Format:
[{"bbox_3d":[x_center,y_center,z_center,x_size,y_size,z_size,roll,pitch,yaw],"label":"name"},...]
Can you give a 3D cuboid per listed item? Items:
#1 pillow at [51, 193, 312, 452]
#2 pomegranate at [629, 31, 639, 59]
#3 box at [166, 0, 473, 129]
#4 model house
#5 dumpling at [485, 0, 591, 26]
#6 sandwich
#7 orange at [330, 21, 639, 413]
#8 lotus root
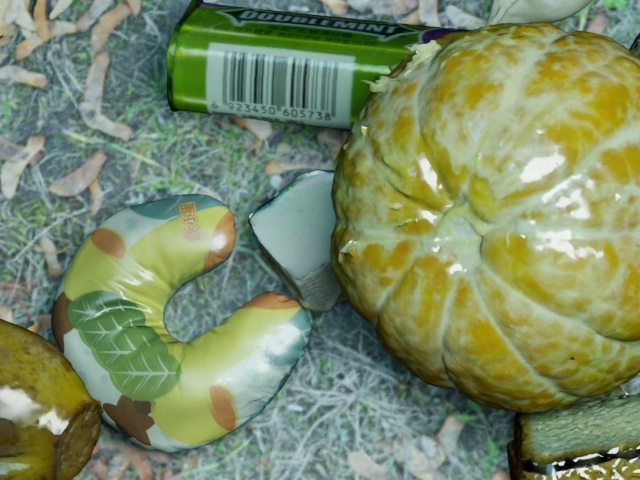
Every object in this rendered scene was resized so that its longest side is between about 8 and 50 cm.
[{"bbox_3d":[-0.134,0.074,1.778,0.214,0.086,0.233,-38,69,8],"label":"pillow"},{"bbox_3d":[0.359,-0.144,1.750,0.214,0.214,0.248,-18,33,2],"label":"pomegranate"},{"bbox_3d":[0.037,-0.157,1.811,0.345,0.134,0.097,7,115,11],"label":"box"},{"bbox_3d":[0.000,0.000,1.785,0.101,0.100,0.088,-36,67,-8],"label":"model house"},{"bbox_3d":[0.216,-0.266,1.818,0.169,0.134,0.100,-24,69,-2],"label":"dumpling"},{"bbox_3d":[0.291,0.175,1.618,0.273,0.249,0.095,-9,100,6],"label":"sandwich"},{"bbox_3d":[0.160,-0.017,1.615,0.329,0.249,0.329,5,99,32],"label":"orange"},{"bbox_3d":[-0.340,0.154,1.746,0.291,0.193,0.193,9,74,8],"label":"lotus root"}]
